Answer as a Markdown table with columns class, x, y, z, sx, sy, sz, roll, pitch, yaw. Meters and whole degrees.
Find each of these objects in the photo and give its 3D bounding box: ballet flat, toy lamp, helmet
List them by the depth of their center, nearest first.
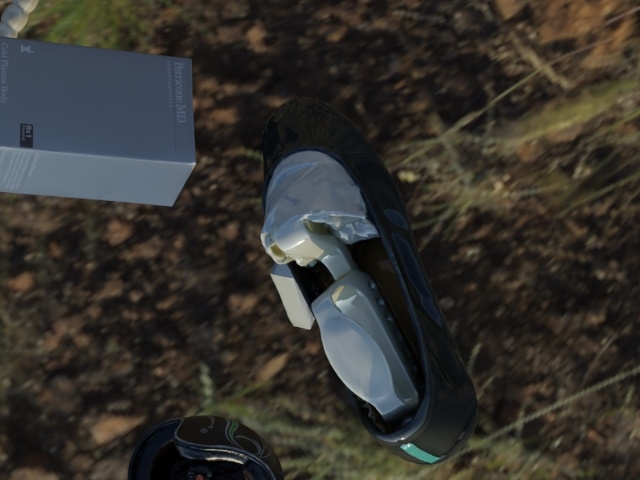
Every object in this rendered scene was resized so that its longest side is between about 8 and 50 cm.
| class | x | y | z | sx | sy | sz | roll | pitch | yaw |
| --- | --- | --- | --- | --- | --- | --- | --- | --- | --- |
| ballet flat | 0.021 | 0.018 | 1.168 | 0.095 | 0.096 | 0.280 | -36 | 70 | 25 |
| helmet | -0.126 | 0.271 | 1.945 | 0.169 | 0.161 | 0.169 | -1 | 96 | -14 |
| toy lamp | -0.352 | -0.248 | 2.003 | 0.080 | 0.080 | 0.274 | 29 | 91 | 15 |

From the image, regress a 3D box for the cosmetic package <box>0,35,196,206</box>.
| class | x | y | z | sx | sy | sz | roll | pitch | yaw |
| --- | --- | --- | --- | --- | --- | --- | --- | --- | --- |
| cosmetic package | -0.245 | -0.115 | 1.692 | 0.107 | 0.238 | 0.127 | 123 | 145 | -59 |

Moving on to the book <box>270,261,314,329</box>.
| class | x | y | z | sx | sy | sz | roll | pitch | yaw |
| --- | --- | --- | --- | --- | --- | --- | --- | --- | --- |
| book | 0.000 | 0.000 | 1.668 | 0.035 | 0.144 | 0.096 | 13 | 151 | 20 |
